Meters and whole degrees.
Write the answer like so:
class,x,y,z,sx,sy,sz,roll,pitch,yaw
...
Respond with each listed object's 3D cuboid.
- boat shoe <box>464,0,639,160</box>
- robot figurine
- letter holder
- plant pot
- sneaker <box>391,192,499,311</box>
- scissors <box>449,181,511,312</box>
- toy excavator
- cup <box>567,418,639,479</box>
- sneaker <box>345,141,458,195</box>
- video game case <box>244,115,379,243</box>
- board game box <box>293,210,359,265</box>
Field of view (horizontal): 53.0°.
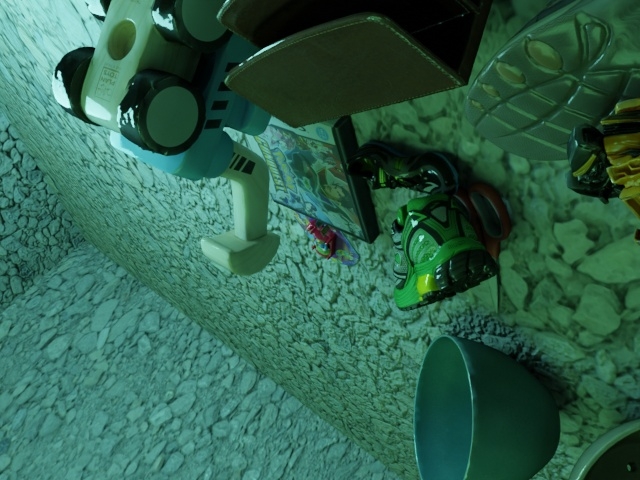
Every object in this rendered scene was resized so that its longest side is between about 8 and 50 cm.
class,x,y,z,sx,sy,sz,roll,pitch,yaw
boat shoe,0.260,-0.177,0.512,0.132,0.130,0.355,43,150,-10
robot figurine,0.329,-0.042,0.505,0.291,0.085,0.211,22,150,-40
letter holder,-0.007,-0.249,0.671,0.215,0.151,0.302,25,167,-32
plant pot,0.304,0.322,1.146,0.196,0.290,0.290,7,157,-9
sneaker,0.172,0.016,0.972,0.343,0.134,0.146,99,153,-77
scissors,0.262,0.026,0.972,0.109,0.021,0.297,13,142,48
toy excavator,-0.170,-0.166,1.014,0.222,0.432,0.445,24,-173,36
cup,0.504,0.402,0.938,0.331,0.331,0.237,38,-178,10
sneaker,0.114,-0.093,0.922,0.188,0.078,0.067,20,134,39
video game case,-0.026,-0.132,1.128,0.248,0.035,0.274,24,150,34
board game box,0.000,0.000,1.308,0.133,0.033,0.168,2,134,55
